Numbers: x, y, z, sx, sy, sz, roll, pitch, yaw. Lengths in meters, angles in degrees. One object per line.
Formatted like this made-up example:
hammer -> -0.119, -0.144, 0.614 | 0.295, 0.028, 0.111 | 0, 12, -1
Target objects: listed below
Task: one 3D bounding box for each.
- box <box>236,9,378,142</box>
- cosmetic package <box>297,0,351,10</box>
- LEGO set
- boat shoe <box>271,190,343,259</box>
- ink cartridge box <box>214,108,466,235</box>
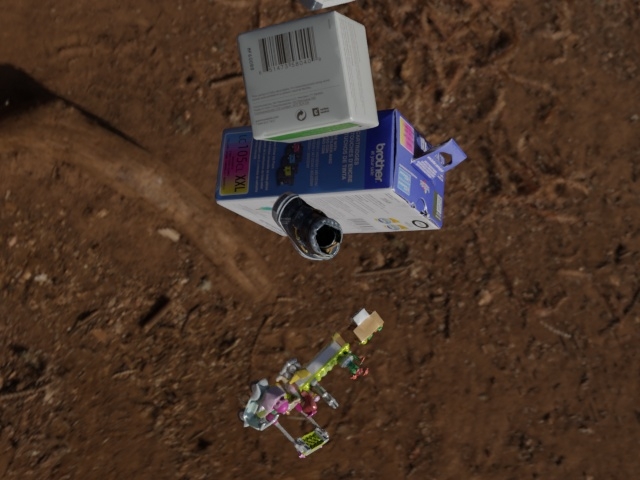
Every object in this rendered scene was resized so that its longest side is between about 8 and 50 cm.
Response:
box -> -0.010, -0.149, 0.801 | 0.087, 0.101, 0.102 | -14, 95, -69
cosmetic package -> -0.007, -0.392, 0.847 | 0.224, 0.225, 0.138 | 42, 37, 11
LEGO set -> 0.005, 0.210, 1.207 | 0.107, 0.132, 0.287 | 44, 40, 18
boat shoe -> 0.000, 0.000, 1.209 | 0.083, 0.183, 0.065 | 36, 87, 31
ink cartridge box -> 0.054, -0.111, 1.523 | 0.270, 0.395, 0.151 | 28, 64, -62
